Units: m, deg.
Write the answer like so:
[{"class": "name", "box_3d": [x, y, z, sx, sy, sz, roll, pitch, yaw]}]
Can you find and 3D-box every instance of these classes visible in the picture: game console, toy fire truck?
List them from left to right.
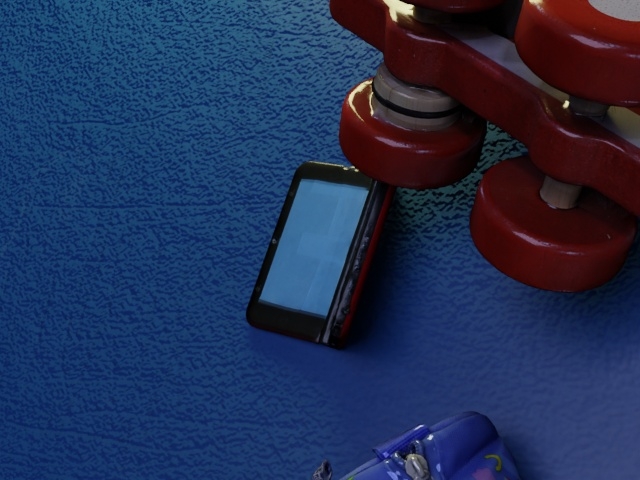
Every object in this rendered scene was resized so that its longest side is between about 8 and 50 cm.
[{"class": "game console", "box_3d": [0.000, 0.000, 0.767, 0.085, 0.124, 0.144, 18, 78, 4]}, {"class": "toy fire truck", "box_3d": [0.165, -0.123, 0.675, 0.254, 0.169, 0.302, -24, 48, -33]}]

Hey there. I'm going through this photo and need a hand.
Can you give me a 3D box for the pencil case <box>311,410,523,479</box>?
[{"class": "pencil case", "box_3d": [0.116, 0.237, 0.586, 0.119, 0.133, 0.306, -31, 60, -2]}]
